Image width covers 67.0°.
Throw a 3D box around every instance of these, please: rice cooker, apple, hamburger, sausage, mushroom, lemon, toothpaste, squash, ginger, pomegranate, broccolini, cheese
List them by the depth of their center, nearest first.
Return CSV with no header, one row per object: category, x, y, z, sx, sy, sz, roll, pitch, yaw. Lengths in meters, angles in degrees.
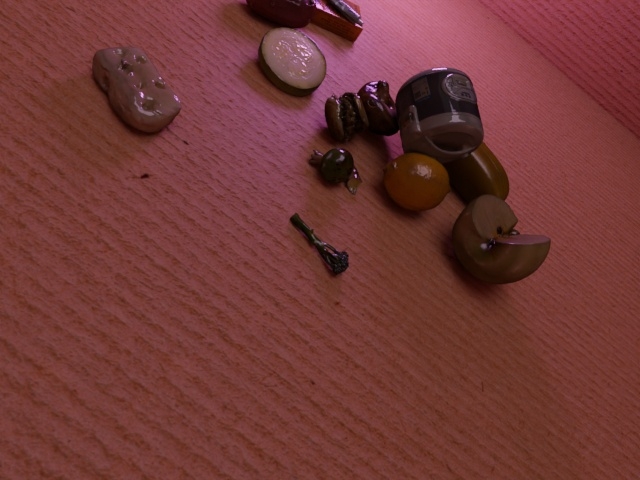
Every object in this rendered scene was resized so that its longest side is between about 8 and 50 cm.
cheese,-0.487,-0.406,1.290,0.159,0.093,0.262,-25,76,-40
broccolini,-0.001,0.000,1.341,0.067,0.058,0.216,-32,79,-40
pomegranate,0.034,-0.241,1.510,0.142,0.114,0.114,25,43,19
ginger,0.104,-0.217,1.573,0.058,0.044,0.137,-4,58,-14
apple,0.575,0.013,1.585,0.295,0.233,0.258,41,30,23
lemon,0.315,-0.194,1.591,0.257,0.188,0.188,16,52,-16
hamburger,0.075,-0.417,1.631,0.131,0.185,0.159,-24,102,-3
rice cooker,0.397,-0.408,1.638,0.289,0.288,0.276,8,66,-28
squash,-0.095,-0.629,1.692,0.252,0.049,0.251,10,67,-25
mushroom,0.200,-0.464,1.739,0.231,0.138,0.194,-69,140,-56
sausage,-0.147,-0.894,1.813,0.280,0.152,0.152,12,54,-24
toothpaste,0.094,-0.956,1.987,0.218,0.041,0.064,44,52,6

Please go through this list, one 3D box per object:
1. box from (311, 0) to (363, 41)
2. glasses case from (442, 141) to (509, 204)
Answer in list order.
box,0.039,-0.963,2.032,0.274,0.076,0.174,14,52,-24
glasses case,0.552,-0.277,1.813,0.141,0.173,0.371,-28,77,-38
